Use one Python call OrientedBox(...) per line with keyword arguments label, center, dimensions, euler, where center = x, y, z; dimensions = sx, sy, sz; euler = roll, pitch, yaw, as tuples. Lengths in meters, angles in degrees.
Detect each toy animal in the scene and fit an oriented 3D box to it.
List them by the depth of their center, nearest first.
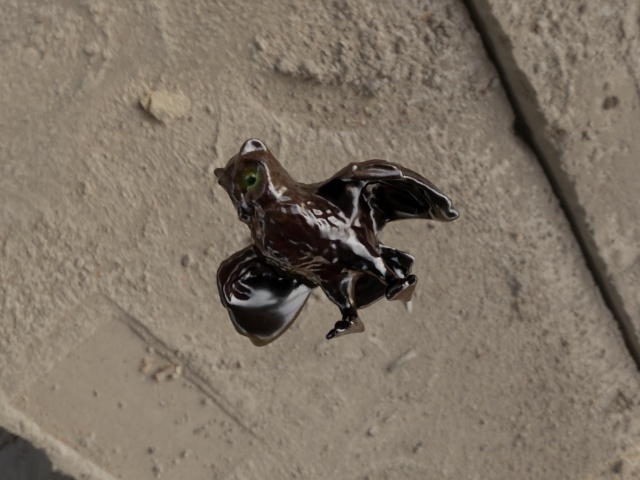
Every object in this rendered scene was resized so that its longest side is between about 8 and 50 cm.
OrientedBox(label="toy animal", center=(-0.006, -0.006, 0.606), dimensions=(0.218, 0.116, 0.179), euler=(-37, 97, 23))
